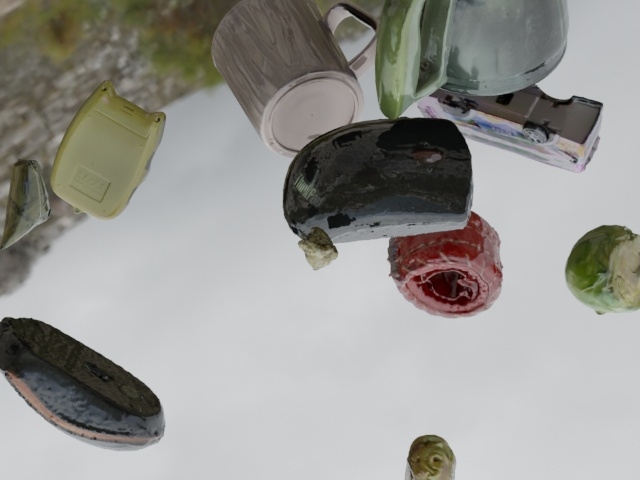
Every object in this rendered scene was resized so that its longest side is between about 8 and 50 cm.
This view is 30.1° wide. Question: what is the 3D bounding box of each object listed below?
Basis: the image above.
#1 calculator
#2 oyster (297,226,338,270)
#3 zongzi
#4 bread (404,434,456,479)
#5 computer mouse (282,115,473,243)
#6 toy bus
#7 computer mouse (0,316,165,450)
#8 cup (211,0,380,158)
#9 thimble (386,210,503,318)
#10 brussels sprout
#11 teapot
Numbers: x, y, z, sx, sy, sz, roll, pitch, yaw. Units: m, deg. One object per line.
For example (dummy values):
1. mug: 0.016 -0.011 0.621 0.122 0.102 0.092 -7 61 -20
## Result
1. calculator: -0.367 -0.142 2.023 0.237 0.157 0.033 -60 -176 19
2. oyster: 0.000 0.000 1.549 0.038 0.081 0.083 -22 -139 23
3. zongzi: -0.333 -0.042 1.301 0.040 0.076 0.083 10 -146 28
4. bread: 0.171 0.392 1.869 0.084 0.077 0.367 -61 163 -23
5. computer mouse: 0.075 -0.089 1.638 0.269 0.170 0.100 -7 157 4
6. toy bus: 0.278 -0.187 1.776 0.274 0.112 0.090 21 -113 21
7. computer mouse: -0.400 0.244 1.925 0.116 0.323 0.183 -55 -171 8
8. cup: -0.029 -0.314 2.190 0.288 0.208 0.273 -14 -133 -14
9. thimble: 0.214 0.036 1.978 0.163 0.189 0.125 -42 -145 39
10. brussels sprout: 0.486 0.052 2.043 0.151 0.149 0.122 -21 -166 -37
11. teapot: 0.188 -0.342 1.646 0.321 0.239 0.239 -20 -133 -10
